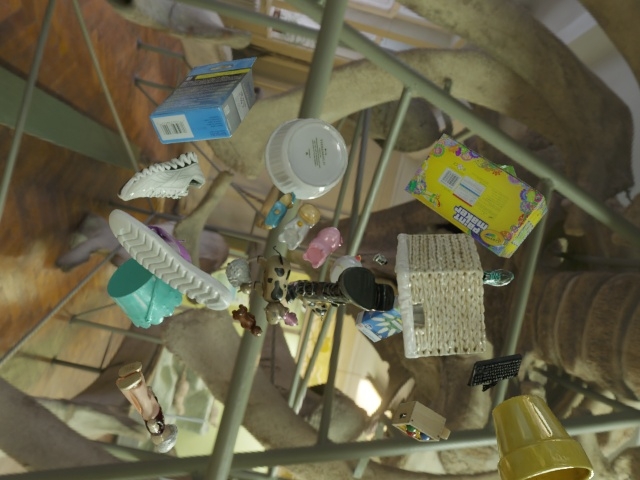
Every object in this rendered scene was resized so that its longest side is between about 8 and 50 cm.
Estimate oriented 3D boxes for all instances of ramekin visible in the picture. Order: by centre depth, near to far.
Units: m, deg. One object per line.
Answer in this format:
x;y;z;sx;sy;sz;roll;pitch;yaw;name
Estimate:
-0.036;-0.270;1.665;0.127;0.273;0.272;0;-104;66;ramekin

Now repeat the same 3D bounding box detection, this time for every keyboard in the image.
0.490;0.378;1.442;0.023;0.180;0.108;44;-50;54;keyboard

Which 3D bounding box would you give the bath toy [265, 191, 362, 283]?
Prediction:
0.000;0.000;1.591;0.151;0.348;0.129;-49;175;32;bath toy

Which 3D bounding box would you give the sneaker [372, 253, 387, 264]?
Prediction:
0.224;0.072;1.893;0.032;0.037;0.083;-47;152;21;sneaker

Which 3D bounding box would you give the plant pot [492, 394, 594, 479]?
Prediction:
0.636;0.611;1.541;0.239;0.254;0.254;-101;-159;-45;plant pot

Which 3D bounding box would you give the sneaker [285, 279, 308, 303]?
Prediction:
-0.088;0.178;1.916;0.072;0.077;0.178;65;17;-9;sneaker

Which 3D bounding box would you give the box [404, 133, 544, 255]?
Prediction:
0.422;-0.109;1.365;0.177;0.290;0.279;-56;157;12;box

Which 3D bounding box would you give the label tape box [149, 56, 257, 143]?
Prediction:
-0.337;-0.436;1.590;0.333;0.241;0.105;-71;153;-46;label tape box

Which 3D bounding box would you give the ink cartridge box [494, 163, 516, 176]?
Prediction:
0.755;-0.162;2.158;0.188;0.097;0.255;112;-23;-55;ink cartridge box

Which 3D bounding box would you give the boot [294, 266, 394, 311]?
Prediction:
0.036;0.126;1.253;0.263;0.229;0.091;33;62;-54;boot

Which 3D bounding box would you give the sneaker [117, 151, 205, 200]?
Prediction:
-0.475;-0.176;1.571;0.292;0.118;0.110;-33;-173;-41;sneaker

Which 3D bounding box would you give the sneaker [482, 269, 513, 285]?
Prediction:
0.632;0.139;1.917;0.076;0.167;0.064;14;72;-70;sneaker

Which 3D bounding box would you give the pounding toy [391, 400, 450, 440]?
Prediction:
0.363;0.667;1.817;0.094;0.206;0.181;-61;-172;-29;pounding toy

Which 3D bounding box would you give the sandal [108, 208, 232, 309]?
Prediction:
-0.420;0.048;1.474;0.169;0.416;0.102;-28;-155;47;sandal

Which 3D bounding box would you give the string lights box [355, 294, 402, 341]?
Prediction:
0.289;0.334;2.204;0.260;0.133;0.076;-33;-155;39;string lights box

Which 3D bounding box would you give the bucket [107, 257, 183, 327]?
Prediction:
-0.712;0.195;2.097;0.281;0.281;0.183;-81;152;-44;bucket

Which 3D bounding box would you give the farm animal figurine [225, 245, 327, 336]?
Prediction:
-0.136;0.188;1.746;0.172;0.331;0.326;-147;-134;-61;farm animal figurine

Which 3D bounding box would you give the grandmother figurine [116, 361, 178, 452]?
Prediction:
-0.566;0.563;1.699;0.208;0.104;0.342;-112;-174;-64;grandmother figurine

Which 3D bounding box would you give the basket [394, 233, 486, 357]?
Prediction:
0.395;0.171;1.714;0.331;0.267;0.328;-66;149;-65;basket
